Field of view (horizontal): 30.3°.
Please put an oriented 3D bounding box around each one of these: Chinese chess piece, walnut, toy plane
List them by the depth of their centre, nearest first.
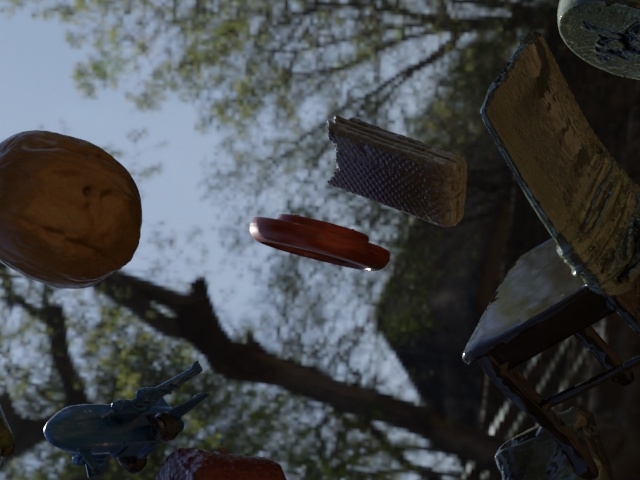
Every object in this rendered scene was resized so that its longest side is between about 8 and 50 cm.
[{"bbox_3d":[0.385,-0.270,1.449,0.188,0.188,0.083,61,-131,-63],"label":"Chinese chess piece"},{"bbox_3d":[-0.336,-0.040,1.509,0.222,0.195,0.195,24,-112,-36],"label":"walnut"},{"bbox_3d":[-0.273,0.261,1.628,0.254,0.105,0.271,-46,-18,23],"label":"toy plane"}]

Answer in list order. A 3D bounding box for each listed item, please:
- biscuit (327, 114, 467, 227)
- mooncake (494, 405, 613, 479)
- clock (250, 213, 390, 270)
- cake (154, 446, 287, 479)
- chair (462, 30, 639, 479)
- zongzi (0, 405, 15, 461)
[{"bbox_3d":[0.111,-0.106,1.753,0.062,0.239,0.108,-32,-47,-41],"label":"biscuit"},{"bbox_3d":[0.276,0.272,1.379,0.073,0.130,0.125,39,-149,-40],"label":"mooncake"},{"bbox_3d":[0.000,0.000,1.682,0.205,0.205,0.051,27,-104,-72],"label":"clock"},{"bbox_3d":[-0.140,0.395,1.439,0.151,0.177,0.282,12,-108,-34],"label":"cake"},{"bbox_3d":[0.195,0.016,0.956,0.319,0.186,0.160,48,-137,-8],"label":"chair"},{"bbox_3d":[-0.351,0.185,1.109,0.104,0.113,0.052,47,157,52],"label":"zongzi"}]
